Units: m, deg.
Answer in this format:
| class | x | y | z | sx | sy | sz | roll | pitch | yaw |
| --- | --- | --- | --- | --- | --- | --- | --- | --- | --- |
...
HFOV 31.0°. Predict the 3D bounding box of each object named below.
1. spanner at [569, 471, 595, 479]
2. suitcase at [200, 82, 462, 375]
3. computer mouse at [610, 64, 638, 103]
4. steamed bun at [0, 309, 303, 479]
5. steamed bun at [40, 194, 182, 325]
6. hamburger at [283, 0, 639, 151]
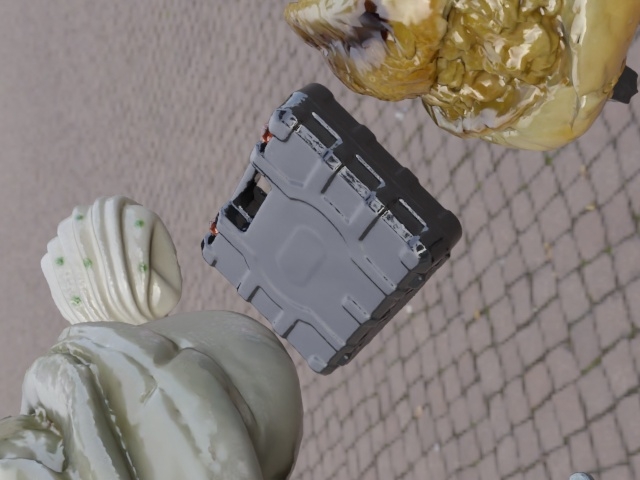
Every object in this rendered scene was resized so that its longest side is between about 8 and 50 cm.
| class | x | y | z | sx | sy | sz | roll | pitch | yaw |
| --- | --- | --- | --- | --- | --- | --- | --- | --- | --- |
| spanner | 0.344 | 0.288 | 1.197 | 0.254 | 0.015 | 0.054 | 4 | 92 | 62 |
| suitcase | 0.000 | 0.000 | 1.115 | 0.206 | 0.066 | 0.285 | 45 | 145 | 7 |
| computer mouse | 0.282 | -0.222 | 1.374 | 0.073 | 0.217 | 0.122 | -57 | 29 | 15 |
| steamed bun | -0.110 | 0.128 | 0.492 | 0.218 | 0.144 | 0.211 | -48 | 34 | 24 |
| steamed bun | -0.259 | 0.038 | 1.392 | 0.106 | 0.183 | 0.183 | -11 | -74 | -69 |
| hamburger | 0.079 | -0.174 | 0.603 | 0.244 | 0.163 | 0.244 | -168 | 90 | -79 |
